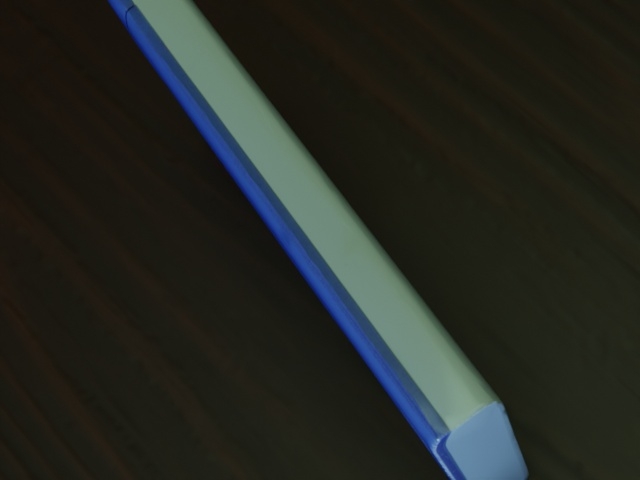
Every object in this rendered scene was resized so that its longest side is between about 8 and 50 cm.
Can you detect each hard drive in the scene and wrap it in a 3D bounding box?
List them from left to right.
[{"bbox_3d":[0.000,0.000,0.745,0.040,0.210,0.318,-36,66,-2],"label":"hard drive"}]
